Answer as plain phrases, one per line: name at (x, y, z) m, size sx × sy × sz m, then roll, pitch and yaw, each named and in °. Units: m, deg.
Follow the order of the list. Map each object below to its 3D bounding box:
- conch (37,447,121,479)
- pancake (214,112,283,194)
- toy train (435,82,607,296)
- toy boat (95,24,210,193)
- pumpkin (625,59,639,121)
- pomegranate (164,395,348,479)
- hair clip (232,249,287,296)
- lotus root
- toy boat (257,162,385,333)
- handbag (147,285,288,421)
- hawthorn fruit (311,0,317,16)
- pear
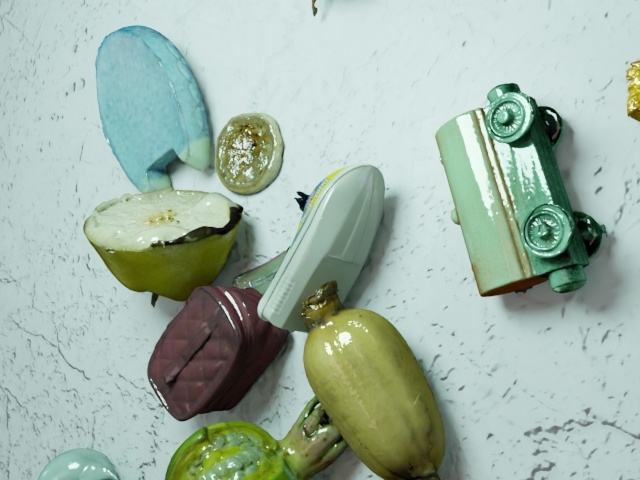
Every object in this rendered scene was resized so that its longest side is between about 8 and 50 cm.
conch at (-0.418, 0.485, 1.198) m, size 0.185 × 0.121 × 0.221 m, roll -31°, pitch 75°, yaw 22°
pancake at (-0.129, -0.155, 1.161) m, size 0.152 × 0.025 × 0.151 m, roll -4°, pitch 82°, yaw 33°
toy train at (0.244, -0.059, 0.864) m, size 0.177 × 0.116 × 0.285 m, roll -26°, pitch 70°, yaw 40°
toy boat at (-0.307, -0.250, 1.258) m, size 0.215 × 0.123 × 0.330 m, roll -34°, pitch 77°, yaw 33°
pumpkin at (0.416, -0.185, 0.797) m, size 0.083 × 0.054 × 0.074 m, roll -1°, pitch 78°, yaw 54°
pomegranate at (-0.084, 0.354, 0.968) m, size 0.302 × 0.236 × 0.236 m, roll -34°, pitch 61°, yaw -12°
hair clip at (-0.092, 0.062, 1.107) m, size 0.137 × 0.022 × 0.054 m, roll -28°, pitch 69°, yaw 30°
lotus root at (0.070, 0.201, 0.912) m, size 0.146 × 0.131 × 0.303 m, roll -30°, pitch 80°, yaw -6°
toy boat at (0.002, 0.007, 0.996) m, size 0.141 × 0.141 × 0.269 m, roll 20°, pitch 92°, yaw 33°
handbag at (-0.171, 0.180, 1.068) m, size 0.225 × 0.135 × 0.146 m, roll -52°, pitch 61°, yaw 21°
hawthorn fruit at (-0.003, -0.479, 1.044) m, size 0.207 × 0.207 × 0.243 m, roll 32°, pitch 127°, yaw 32°
pear at (-0.255, 0.021, 1.136) m, size 0.267 × 0.267 × 0.178 m, roll 16°, pitch 126°, yaw 33°
